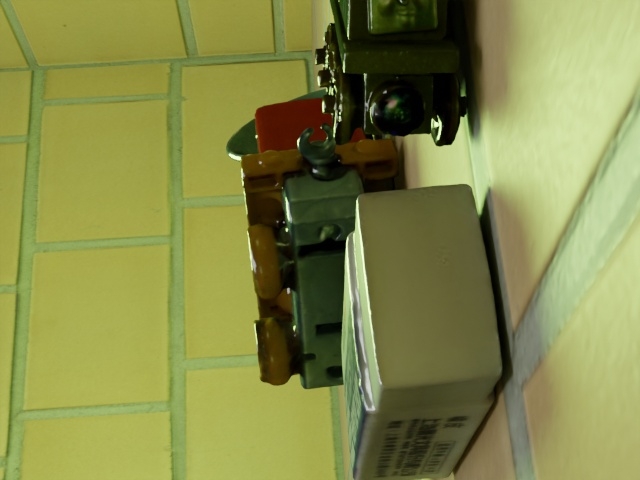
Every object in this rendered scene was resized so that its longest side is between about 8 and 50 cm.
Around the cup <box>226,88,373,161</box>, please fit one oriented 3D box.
[{"bbox_3d":[0.000,-0.089,1.276,0.199,0.199,0.150,-97,-14,-66],"label":"cup"}]

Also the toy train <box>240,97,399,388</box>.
[{"bbox_3d":[0.000,0.000,1.100,0.232,0.163,0.369,-98,4,-46],"label":"toy train"}]

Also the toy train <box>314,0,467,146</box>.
[{"bbox_3d":[0.043,-0.148,0.663,0.225,0.090,0.137,-97,7,-65],"label":"toy train"}]

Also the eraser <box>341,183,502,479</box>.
[{"bbox_3d":[0.059,0.079,0.688,0.279,0.081,0.124,90,176,-65],"label":"eraser"}]
